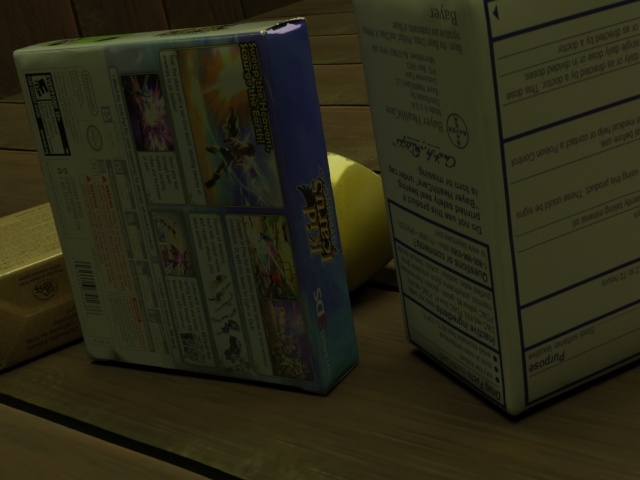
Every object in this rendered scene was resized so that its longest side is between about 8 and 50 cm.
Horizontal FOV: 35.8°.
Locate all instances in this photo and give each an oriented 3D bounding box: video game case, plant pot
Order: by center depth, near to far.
[{"bbox_3d":[-0.104,-0.027,0.767,0.244,0.269,0.061,4,22,33],"label":"video game case"},{"bbox_3d":[0.000,0.000,0.878,0.134,0.134,0.095,6,51,38],"label":"plant pot"}]

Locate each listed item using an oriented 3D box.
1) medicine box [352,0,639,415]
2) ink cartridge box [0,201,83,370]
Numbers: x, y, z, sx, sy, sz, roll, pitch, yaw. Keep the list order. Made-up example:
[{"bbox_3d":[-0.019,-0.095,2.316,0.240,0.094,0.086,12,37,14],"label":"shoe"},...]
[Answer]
[{"bbox_3d":[0.186,-0.068,0.700,0.264,0.289,0.149,-19,24,-21],"label":"medicine box"},{"bbox_3d":[-0.248,0.022,0.976,0.235,0.088,0.193,-22,22,-27],"label":"ink cartridge box"}]
